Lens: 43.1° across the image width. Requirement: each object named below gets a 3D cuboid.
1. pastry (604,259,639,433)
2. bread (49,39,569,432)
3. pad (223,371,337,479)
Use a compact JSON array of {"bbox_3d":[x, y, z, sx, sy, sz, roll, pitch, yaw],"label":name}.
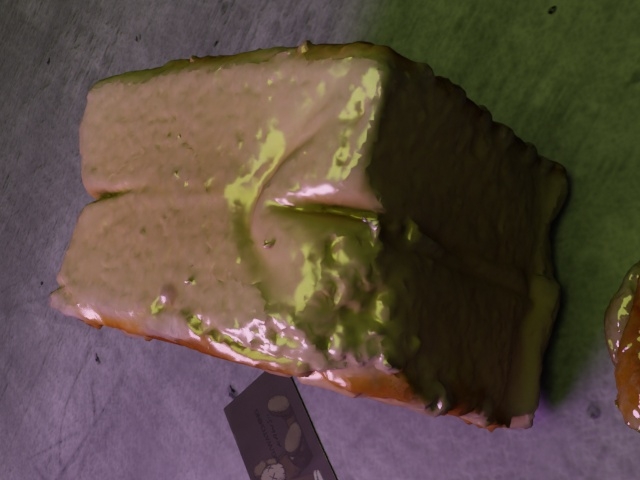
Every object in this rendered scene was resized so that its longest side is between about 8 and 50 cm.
[{"bbox_3d":[0.336,0.080,0.651,0.229,0.100,0.218,43,108,41],"label":"pastry"},{"bbox_3d":[0.000,0.000,0.791,0.390,0.371,0.279,8,81,39],"label":"bread"},{"bbox_3d":[-0.054,0.259,1.022,0.127,0.004,0.190,-45,53,25],"label":"pad"}]
